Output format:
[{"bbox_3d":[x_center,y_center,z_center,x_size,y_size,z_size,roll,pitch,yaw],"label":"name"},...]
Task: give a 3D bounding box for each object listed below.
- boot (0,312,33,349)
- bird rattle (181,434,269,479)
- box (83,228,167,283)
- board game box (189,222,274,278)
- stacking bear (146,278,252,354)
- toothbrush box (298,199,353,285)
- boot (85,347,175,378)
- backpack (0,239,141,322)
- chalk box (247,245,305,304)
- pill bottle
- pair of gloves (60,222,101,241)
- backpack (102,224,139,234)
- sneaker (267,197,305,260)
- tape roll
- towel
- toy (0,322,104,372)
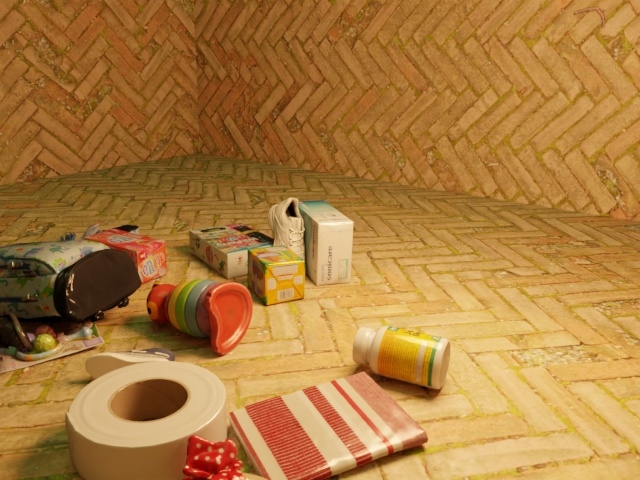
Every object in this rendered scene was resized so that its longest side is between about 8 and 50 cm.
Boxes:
[{"bbox_3d":[-0.800,0.253,1.297,0.263,0.091,0.229,8,34,40],"label":"boot"},{"bbox_3d":[-0.140,0.420,0.891,0.207,0.143,0.253,15,6,3],"label":"bird rattle"},{"bbox_3d":[-0.647,0.050,1.911,0.257,0.123,0.128,12,21,28],"label":"box"},{"bbox_3d":[-0.303,0.029,2.054,0.224,0.097,0.303,-11,23,-35],"label":"board game box"},{"bbox_3d":[-0.339,0.176,1.514,0.289,0.175,0.164,3,18,30],"label":"stacking bear"},{"bbox_3d":[0.000,0.000,1.972,0.126,0.216,0.295,-4,18,-17],"label":"toothbrush box"},{"bbox_3d":[-0.433,0.282,1.324,0.190,0.069,0.086,8,10,-7],"label":"boot"},{"bbox_3d":[-0.729,0.111,1.558,0.355,0.273,0.290,-17,9,23],"label":"backpack"},{"bbox_3d":[-0.149,0.095,1.798,0.132,0.132,0.213,-7,20,-26],"label":"chalk box"},{"bbox_3d":[0.185,0.263,1.331,0.208,0.117,0.117,9,19,24],"label":"pill bottle"},{"bbox_3d":[-0.898,0.001,2.121,0.198,0.023,0.159,-21,30,-1],"label":"pair of gloves"},{"bbox_3d":[-0.737,-0.011,2.156,0.105,0.084,0.114,9,25,29],"label":"backpack"},{"bbox_3d":[-0.104,-0.009,1.927,0.111,0.297,0.129,0,-25,-32],"label":"sneaker"},{"bbox_3d":[-0.320,0.339,1.084,0.286,0.100,0.286,2,19,-1],"label":"tape roll"},{"bbox_3d":[0.010,0.369,1.128,0.329,0.037,0.237,-9,23,-25],"label":"towel"},{"bbox_3d":[-0.672,0.243,1.421,0.237,0.056,0.137,-10,20,-32],"label":"toy"}]
